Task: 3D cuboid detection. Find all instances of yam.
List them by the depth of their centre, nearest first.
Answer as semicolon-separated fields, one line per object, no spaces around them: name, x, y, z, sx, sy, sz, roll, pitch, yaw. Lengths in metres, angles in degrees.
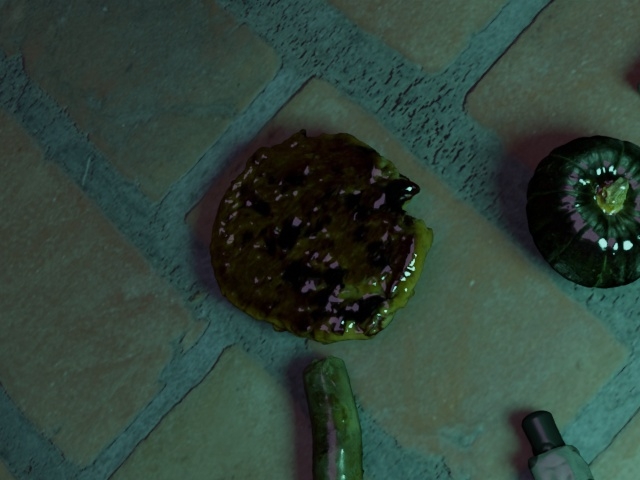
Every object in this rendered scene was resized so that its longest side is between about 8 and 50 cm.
yam;0.026;0.310;1.597;0.067;0.071;0.317;-31;61;50

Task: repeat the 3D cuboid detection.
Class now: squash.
squash;0.350;-0.036;1.528;0.193;0.156;0.193;1;97;9

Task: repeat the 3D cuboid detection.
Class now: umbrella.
umbrella;0.329;0.362;1.466;0.073;0.067;0.337;-23;67;-1

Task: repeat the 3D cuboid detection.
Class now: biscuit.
biscuit;0.002;-0.004;1.690;0.334;0.081;0.289;29;87;29

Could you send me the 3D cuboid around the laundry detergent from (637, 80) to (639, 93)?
laundry detergent;0.515;-0.262;1.574;0.099;0.070;0.225;37;89;34
